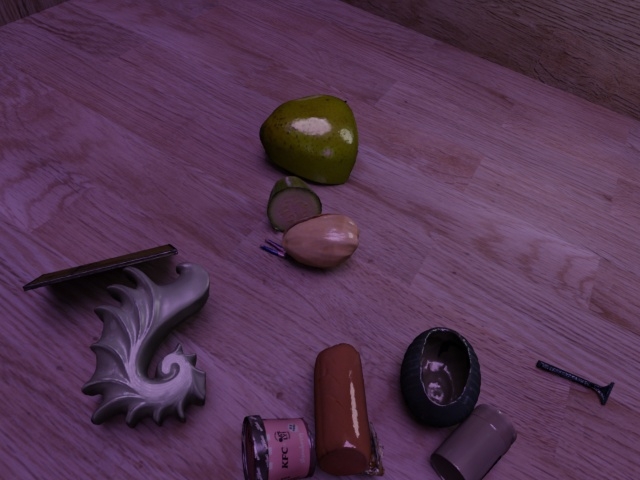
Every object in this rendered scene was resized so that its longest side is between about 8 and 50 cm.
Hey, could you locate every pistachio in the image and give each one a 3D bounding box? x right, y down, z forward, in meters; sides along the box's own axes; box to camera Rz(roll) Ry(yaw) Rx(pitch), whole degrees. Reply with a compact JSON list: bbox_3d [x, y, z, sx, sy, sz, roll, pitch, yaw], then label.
[{"bbox_3d":[0.000,0.000,1.343,0.229,0.157,0.158,-2,51,0],"label":"pistachio"}]

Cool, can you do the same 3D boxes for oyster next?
[{"bbox_3d":[0.087,0.458,1.046,0.105,0.056,0.177,-27,42,-31],"label":"oyster"}]

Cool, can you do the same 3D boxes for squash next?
[{"bbox_3d":[-0.089,-0.117,1.428,0.170,0.170,0.123,-5,37,-13],"label":"squash"}]

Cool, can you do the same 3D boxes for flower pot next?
[{"bbox_3d":[-0.388,0.231,1.058,0.253,0.165,0.368,1,65,-14],"label":"flower pot"},{"bbox_3d":[0.290,0.329,1.116,0.189,0.157,0.243,13,45,11],"label":"flower pot"}]

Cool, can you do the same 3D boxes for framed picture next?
[{"bbox_3d":[-0.546,0.060,1.176,0.338,0.255,0.014,-14,98,-20],"label":"framed picture"}]

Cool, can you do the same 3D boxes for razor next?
[{"bbox_3d":[0.680,0.372,1.241,0.189,0.033,0.066,22,93,12],"label":"razor"}]

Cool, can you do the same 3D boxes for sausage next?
[{"bbox_3d":[0.045,0.365,1.042,0.120,0.121,0.304,5,34,-5],"label":"sausage"}]

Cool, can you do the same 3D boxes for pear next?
[{"bbox_3d":[-0.056,-0.374,1.586,0.317,0.239,0.343,-4,52,-23],"label":"pear"}]

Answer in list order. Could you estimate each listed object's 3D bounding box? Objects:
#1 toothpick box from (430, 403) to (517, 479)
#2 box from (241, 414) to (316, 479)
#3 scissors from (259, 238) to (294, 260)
[{"bbox_3d":[0.350,0.472,1.048,0.180,0.111,0.111,-30,62,-28],"label":"toothpick box"},{"bbox_3d":[-0.090,0.447,0.977,0.134,0.151,0.151,2,50,-20],"label":"box"},{"bbox_3d":[-0.128,0.031,1.385,0.113,0.012,0.039,28,52,13],"label":"scissors"}]
